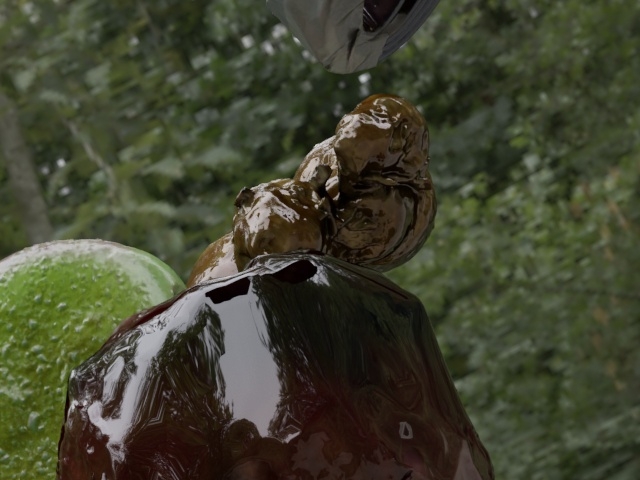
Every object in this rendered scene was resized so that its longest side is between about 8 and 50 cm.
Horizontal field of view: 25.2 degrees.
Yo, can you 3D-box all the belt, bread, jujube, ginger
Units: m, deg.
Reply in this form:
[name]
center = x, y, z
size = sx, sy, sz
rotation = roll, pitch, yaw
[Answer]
[belt]
center = 0.063, -0.335, 1.509
size = 0.212, 0.117, 0.347
rotation = -25, -27, -36
[bread]
center = -0.221, 0.138, 1.184
size = 0.301, 0.301, 0.045
rotation = -28, -22, 1
[jujube]
center = -0.002, 0.187, 0.750
size = 0.258, 0.377, 0.258
rotation = -12, 8, 2
[ginger]
center = -0.007, 0.009, 1.353
size = 0.357, 0.152, 0.274
rotation = -46, -3, -20
